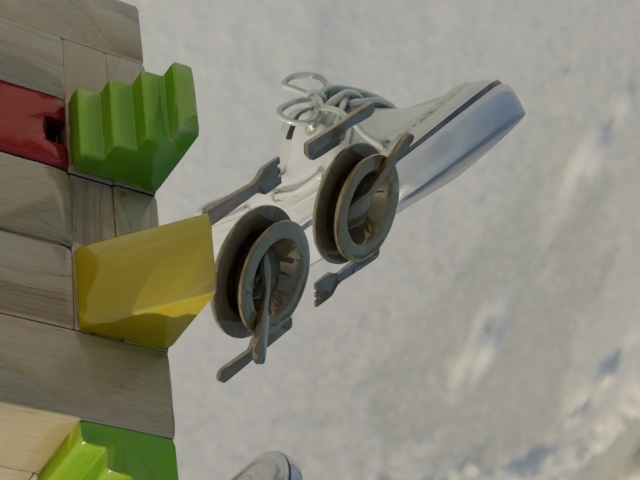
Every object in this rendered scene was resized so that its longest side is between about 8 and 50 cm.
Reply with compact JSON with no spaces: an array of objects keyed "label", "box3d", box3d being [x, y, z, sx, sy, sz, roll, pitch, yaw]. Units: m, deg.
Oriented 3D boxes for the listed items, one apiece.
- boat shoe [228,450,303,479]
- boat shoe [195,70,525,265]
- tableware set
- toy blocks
[{"label":"boat shoe","box3d":[-0.123,0.320,1.631,0.267,0.096,0.088,-49,132,-13]},{"label":"boat shoe","box3d":[0.011,-0.080,1.367,0.136,0.156,0.367,-30,178,-45]},{"label":"tableware set","box3d":[0.000,0.000,1.019,0.194,0.039,0.128,-37,134,-44]},{"label":"toy blocks","box3d":[-0.216,-0.025,0.751,0.261,0.381,0.191,16,134,-28]}]
